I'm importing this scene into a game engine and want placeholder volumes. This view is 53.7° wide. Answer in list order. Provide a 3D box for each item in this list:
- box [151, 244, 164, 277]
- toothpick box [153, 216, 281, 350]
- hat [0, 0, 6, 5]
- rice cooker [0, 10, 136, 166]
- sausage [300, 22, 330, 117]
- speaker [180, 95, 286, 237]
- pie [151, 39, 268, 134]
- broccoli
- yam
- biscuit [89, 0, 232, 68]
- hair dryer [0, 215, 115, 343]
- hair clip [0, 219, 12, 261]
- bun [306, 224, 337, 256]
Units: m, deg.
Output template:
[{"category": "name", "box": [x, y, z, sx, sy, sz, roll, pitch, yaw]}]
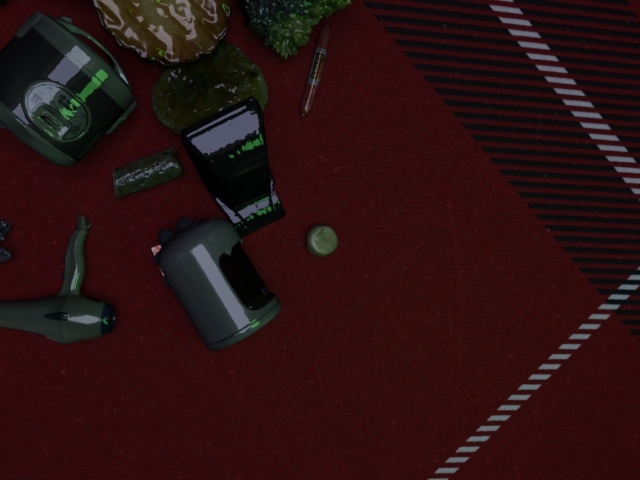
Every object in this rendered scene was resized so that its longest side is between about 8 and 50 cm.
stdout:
[{"category": "box", "box": [-0.381, 0.050, 1.592, 0.058, 0.015, 0.093, -23, 97, -10]}, {"category": "toothpick box", "box": [-0.265, 0.088, 1.525, 0.229, 0.229, 0.316, -31, 96, -8]}, {"category": "hat", "box": [-0.758, -0.586, 1.463, 0.076, 0.059, 0.077, -18, 99, 20]}, {"category": "rice cooker", "box": [-0.578, -0.333, 1.407, 0.288, 0.288, 0.277, 43, 84, -10]}, {"category": "sausage", "box": [-0.012, -0.437, 1.628, 0.034, 0.034, 0.253, 13, 90, -11]}, {"category": "speaker", "box": [-0.181, -0.153, 1.463, 0.180, 0.388, 0.184, -28, 81, -7]}, {"category": "pie", "box": [-0.266, -0.356, 1.510, 0.276, 0.078, 0.277, -2, 70, 6]}, {"category": "broccoli", "box": [-0.034, -0.632, 1.509, 0.347, 0.281, 0.293, -24, 74, 26]}, {"category": "yam", "box": [-0.425, -0.165, 1.544, 0.179, 0.078, 0.078, -20, 97, -6]}, {"category": "biscuit", "box": [-0.358, -0.558, 1.439, 0.325, 0.107, 0.326, -4, 99, -25]}, {"category": "hair dryer", "box": [-0.664, 0.118, 1.517, 0.295, 0.119, 0.298, -17, 80, -6]}, {"category": "hair clip", "box": [-0.813, 0.021, 1.491, 0.187, 0.056, 0.146, -42, 93, -3]}, {"category": "bun", "box": [0.000, 0.000, 1.644, 0.086, 0.055, 0.086, 0, 90, -25]}]
